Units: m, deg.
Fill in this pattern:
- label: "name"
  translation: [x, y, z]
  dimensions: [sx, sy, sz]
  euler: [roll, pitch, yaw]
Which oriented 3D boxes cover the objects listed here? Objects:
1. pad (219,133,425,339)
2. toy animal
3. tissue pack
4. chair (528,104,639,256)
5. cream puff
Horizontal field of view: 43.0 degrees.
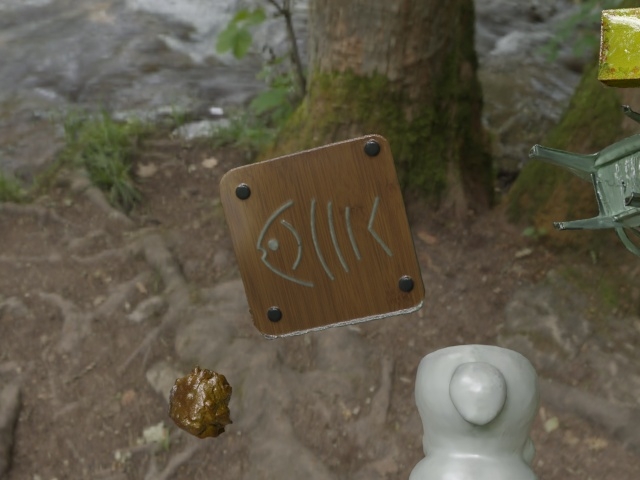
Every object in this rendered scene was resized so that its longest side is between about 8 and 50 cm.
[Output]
- label: "pad"
  translation: [0.000, 0.000, 1.276]
  dimensions: [0.284, 0.286, 0.018]
  euler: [-12, 8, 12]
- label: "toy animal"
  translation: [0.215, 0.334, 1.127]
  dimensions: [0.196, 0.241, 0.367]
  euler: [0, 74, 13]
- label: "tissue pack"
  translation: [0.456, -0.252, 1.055]
  dimensions: [0.176, 0.095, 0.062]
  euler: [4, 0, 26]
- label: "chair"
  translation: [0.506, -0.072, 1.304]
  dimensions: [0.275, 0.203, 0.190]
  euler: [8, 69, -34]
- label: "cream puff"
  translation: [-0.187, 0.262, 1.290]
  dimensions: [0.122, 0.094, 0.116]
  euler: [-34, 48, 15]
